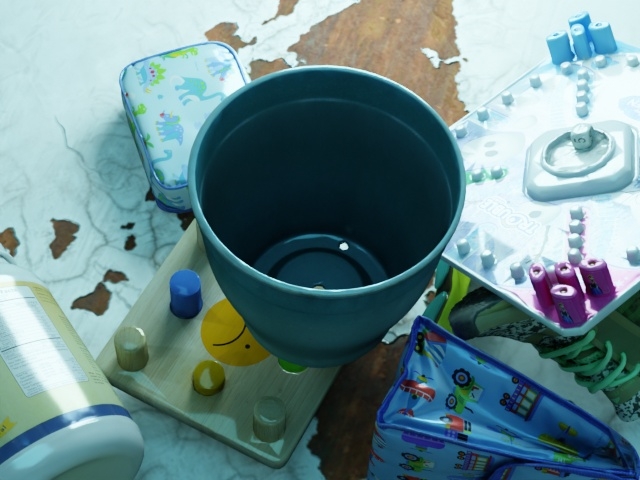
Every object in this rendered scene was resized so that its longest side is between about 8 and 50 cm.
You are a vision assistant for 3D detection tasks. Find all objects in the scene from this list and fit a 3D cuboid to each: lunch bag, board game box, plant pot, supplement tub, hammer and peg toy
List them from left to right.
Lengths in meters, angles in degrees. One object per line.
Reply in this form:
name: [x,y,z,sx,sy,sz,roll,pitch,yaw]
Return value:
supplement tub: [-0.363,0.169,1.354,0.228,0.228,0.316,-31,66,-17]
lunch bag: [-0.158,-0.150,1.613,0.176,0.090,0.219,-19,63,-10]
hammer and peg toy: [-0.077,0.069,1.474,0.266,0.127,0.361,24,60,12]
plant pot: [0.000,0.000,1.295,0.271,0.255,0.272,2,59,-3]
lunch bag: [0.211,0.229,1.337,0.293,0.221,0.138,19,63,10]
board game box: [0.286,-0.100,1.364,0.390,0.050,0.390,-36,38,-15]

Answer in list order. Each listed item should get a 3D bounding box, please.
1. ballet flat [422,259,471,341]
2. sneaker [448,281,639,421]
ballet flat: [0.168,0.075,1.509,0.077,0.077,0.231,24,60,-7]
sneaker: [0.327,0.114,1.387,0.410,0.158,0.182,-1,74,-33]
